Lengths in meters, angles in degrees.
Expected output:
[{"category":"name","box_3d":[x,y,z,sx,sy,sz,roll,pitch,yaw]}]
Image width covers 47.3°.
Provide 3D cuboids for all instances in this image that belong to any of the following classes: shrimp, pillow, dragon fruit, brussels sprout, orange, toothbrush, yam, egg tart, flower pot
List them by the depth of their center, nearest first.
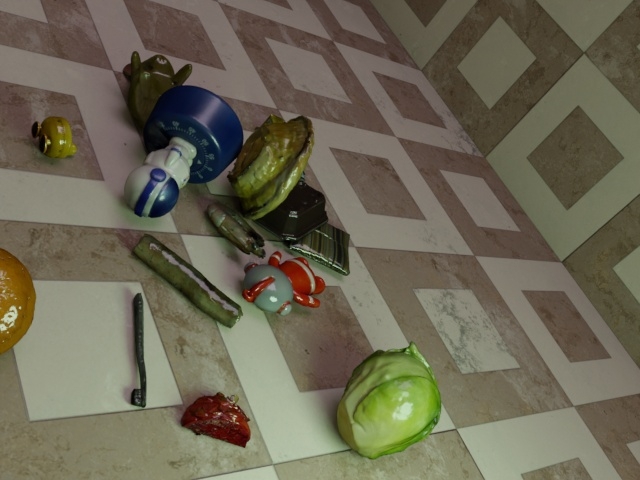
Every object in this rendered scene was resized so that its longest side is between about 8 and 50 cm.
[{"category":"orange","box_3d":[-0.633,0.110,1.334,0.219,0.193,0.220,-5,96,-50]},{"category":"dragon fruit","box_3d":[-0.211,0.366,1.573,0.162,0.083,0.106,23,34,-22]},{"category":"toothbrush","box_3d":[-0.395,0.231,1.591,0.030,0.030,0.297,10,43,-24]},{"category":"brussels sprout","box_3d":[0.169,0.390,1.769,0.294,0.260,0.227,-21,49,-30]},{"category":"yam","box_3d":[-0.324,0.099,1.787,0.317,0.071,0.067,39,-4,-2]},{"category":"shrimp","box_3d":[-0.220,-0.019,2.033,0.254,0.059,0.145,39,12,23]},{"category":"egg tart","box_3d":[-0.154,-0.226,2.084,0.132,0.345,0.345,33,32,-24]},{"category":"flower pot","box_3d":[-0.081,-0.103,2.209,0.178,0.084,0.251,33,35,18]},{"category":"pillow","box_3d":[0.000,0.000,2.249,0.212,0.052,0.208,25,35,-16]}]

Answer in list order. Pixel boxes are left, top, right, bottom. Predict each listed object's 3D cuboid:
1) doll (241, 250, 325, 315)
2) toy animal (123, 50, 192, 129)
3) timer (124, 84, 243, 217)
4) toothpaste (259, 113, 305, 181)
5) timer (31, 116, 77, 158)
[{"category":"doll","box_3d":[-0.107,0.122,1.960,0.200,0.105,0.336,50,26,13]},{"category":"toy animal","box_3d":[-0.501,-0.491,2.212,0.181,0.180,0.363,15,38,-27]},{"category":"timer","box_3d":[-0.394,-0.205,1.951,0.270,0.270,0.384,34,47,-10]},{"category":"toothpaste","box_3d":[-0.130,-0.286,2.432,0.071,0.089,0.313,21,36,-39]},{"category":"timer","box_3d":[-0.656,-0.257,1.840,0.109,0.107,0.107,-5,53,-44]}]
